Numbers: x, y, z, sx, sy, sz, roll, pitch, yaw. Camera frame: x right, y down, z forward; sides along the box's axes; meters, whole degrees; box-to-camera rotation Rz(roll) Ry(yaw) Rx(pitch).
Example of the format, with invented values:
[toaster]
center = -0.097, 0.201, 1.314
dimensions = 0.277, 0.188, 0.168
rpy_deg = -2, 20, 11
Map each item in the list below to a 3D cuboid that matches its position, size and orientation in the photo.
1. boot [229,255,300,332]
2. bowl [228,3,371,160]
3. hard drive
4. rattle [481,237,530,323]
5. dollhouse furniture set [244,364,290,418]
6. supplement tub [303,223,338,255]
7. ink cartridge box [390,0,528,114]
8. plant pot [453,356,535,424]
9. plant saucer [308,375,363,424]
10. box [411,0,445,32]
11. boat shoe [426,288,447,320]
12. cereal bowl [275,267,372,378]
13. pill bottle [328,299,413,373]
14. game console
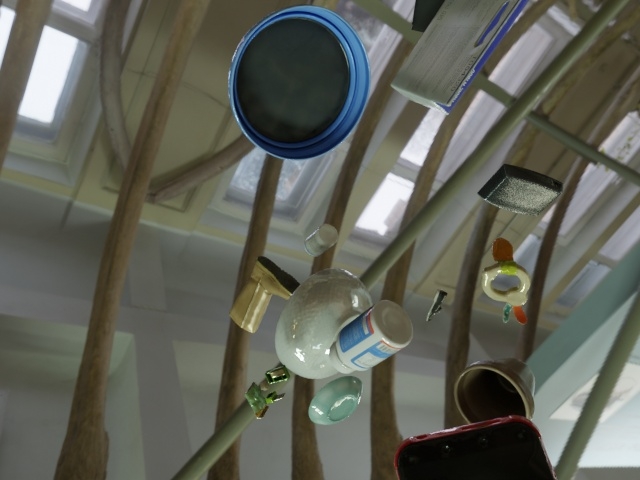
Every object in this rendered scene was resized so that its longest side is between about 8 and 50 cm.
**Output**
[boot]
center = -0.194, 0.222, 1.788
dimensions = 0.236, 0.269, 0.089
rpy_deg = 41, -153, 28
[bowl]
center = -0.055, -0.408, 1.319
dimensions = 0.391, 0.391, 0.077
rpy_deg = 16, -161, -33
[hard drive]
center = 0.700, -0.168, 1.750
dimensions = 0.255, 0.172, 0.054
rpy_deg = 14, -131, -17
[rattle]
center = 0.519, 0.117, 1.399
dimensions = 0.199, 0.130, 0.142
rpy_deg = 52, -167, -25
[dollhouse furniture set]
center = -0.126, 0.371, 1.250
dimensions = 0.076, 0.059, 0.151
rpy_deg = 67, -163, -7
[supplement tub]
center = 0.000, 0.000, 1.534
dimensions = 0.071, 0.107, 0.071
rpy_deg = 11, -115, -24
[ink cartridge box]
center = 0.300, -0.412, 0.993
dimensions = 0.071, 0.324, 0.330
rpy_deg = 28, -164, -23
[plant pot]
center = 0.632, 0.516, 1.747
dimensions = 0.263, 0.263, 0.229
rpy_deg = 42, -145, 24
[plant saucer]
center = 0.058, 0.503, 1.540
dimensions = 0.195, 0.195, 0.037
rpy_deg = 14, -161, -37
[box]
center = 0.330, -0.633, 1.226
dimensions = 0.103, 0.184, 0.261
rpy_deg = 25, -133, 21
[boat shoe]
center = 0.391, 0.222, 1.689
dimensions = 0.038, 0.125, 0.046
rpy_deg = 21, -161, 11
[cereal bowl]
center = 0.039, 0.261, 1.470
dimensions = 0.339, 0.339, 0.141
rpy_deg = 5, -164, -47
[pill bottle]
center = 0.116, 0.250, 1.255
dimensions = 0.124, 0.221, 0.124
rpy_deg = 22, -133, -25
[game console]
center = 0.402, 0.648, 1.266
dimensions = 0.060, 0.387, 0.342
rpy_deg = 37, -143, -71
